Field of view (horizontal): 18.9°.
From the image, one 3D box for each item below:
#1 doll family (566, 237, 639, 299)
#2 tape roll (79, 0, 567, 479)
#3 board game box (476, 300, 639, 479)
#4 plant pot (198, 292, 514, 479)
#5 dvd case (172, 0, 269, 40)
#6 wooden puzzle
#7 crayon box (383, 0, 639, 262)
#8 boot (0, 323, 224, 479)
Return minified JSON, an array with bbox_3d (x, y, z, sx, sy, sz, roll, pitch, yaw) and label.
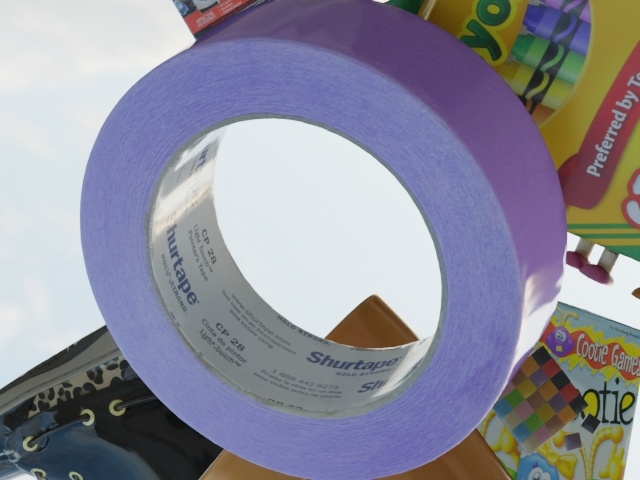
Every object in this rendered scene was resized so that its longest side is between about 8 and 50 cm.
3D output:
[{"bbox_3d":[0.303,-0.011,1.424,0.118,0.163,0.263,16,-167,-36],"label":"doll family"},{"bbox_3d":[0.000,0.000,1.116,0.275,0.274,0.090,19,-150,16],"label":"tape roll"},{"bbox_3d":[0.191,0.203,1.807,0.142,0.275,0.144,20,166,-35],"label":"board game box"},{"bbox_3d":[0.025,0.213,1.508,0.203,0.291,0.291,40,-158,6],"label":"plant pot"},{"bbox_3d":[-0.079,-0.209,1.447,0.087,0.119,0.013,-32,-160,-1],"label":"dvd case"},{"bbox_3d":[0.133,0.099,1.183,0.083,0.049,0.006,53,174,-10],"label":"wooden puzzle"},{"bbox_3d":[0.165,-0.108,1.144,0.319,0.202,0.081,22,-145,-4],"label":"crayon box"},{"bbox_3d":[-0.203,0.250,1.911,0.284,0.377,0.138,59,-172,10],"label":"boot"}]
